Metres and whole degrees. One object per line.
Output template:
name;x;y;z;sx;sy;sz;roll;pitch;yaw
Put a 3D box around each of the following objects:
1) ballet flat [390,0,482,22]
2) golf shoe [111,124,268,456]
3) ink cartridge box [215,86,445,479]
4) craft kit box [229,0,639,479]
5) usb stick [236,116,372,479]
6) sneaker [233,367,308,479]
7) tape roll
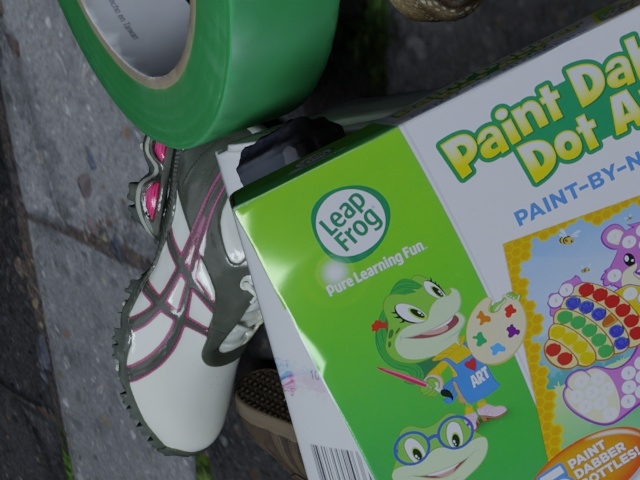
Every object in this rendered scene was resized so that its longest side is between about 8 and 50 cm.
ballet flat;0.028;-0.214;0.703;0.206;0.073;0.067;68;156;2
golf shoe;-0.079;0.042;0.906;0.120;0.105;0.272;14;108;33
ink cartridge box;0.087;0.066;0.733;0.226;0.131;0.306;-1;107;48
craft kit box;0.122;0.033;0.579;0.246;0.250;0.061;63;180;-9
usb stick;0.032;0.067;0.656;0.077;0.045;0.278;-21;94;49
sneaker;0.010;0.161;0.941;0.188;0.066;0.071;30;147;42
tape roll;-0.105;-0.221;0.783;0.321;0.077;0.321;45;148;40
